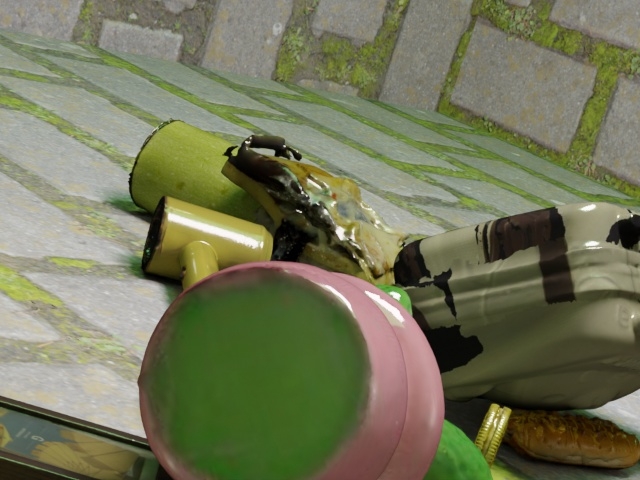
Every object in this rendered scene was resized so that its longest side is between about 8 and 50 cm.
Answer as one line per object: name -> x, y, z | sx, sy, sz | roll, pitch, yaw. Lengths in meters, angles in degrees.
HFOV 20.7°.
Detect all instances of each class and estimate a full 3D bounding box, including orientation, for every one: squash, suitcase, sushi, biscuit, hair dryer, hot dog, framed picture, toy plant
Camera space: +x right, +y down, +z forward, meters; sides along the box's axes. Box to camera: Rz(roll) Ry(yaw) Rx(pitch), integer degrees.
squash -> -0.115, -0.052, 2.224 | 0.247, 0.132, 0.132 | 28, 15, 30
suitcase -> 0.230, 0.089, 1.844 | 0.339, 0.194, 0.351 | -14, -15, 31
sushi -> 0.005, -0.005, 2.065 | 0.291, 0.131, 0.139 | 45, 23, 23
biscuit -> 0.150, 0.189, 1.600 | 0.023, 0.084, 0.084 | 21, 12, 8
hair dryer -> -0.119, 0.044, 1.912 | 0.135, 0.090, 0.279 | 18, 18, -13
hot dog -> 0.251, 0.202, 1.788 | 0.165, 0.045, 0.071 | 11, 14, -31
framed picture -> -0.194, 0.166, 1.341 | 0.168, 0.023, 0.128 | 17, 12, -4
toy plant -> -0.025, 0.119, 1.377 | 0.317, 0.211, 0.356 | 23, 2, 18
